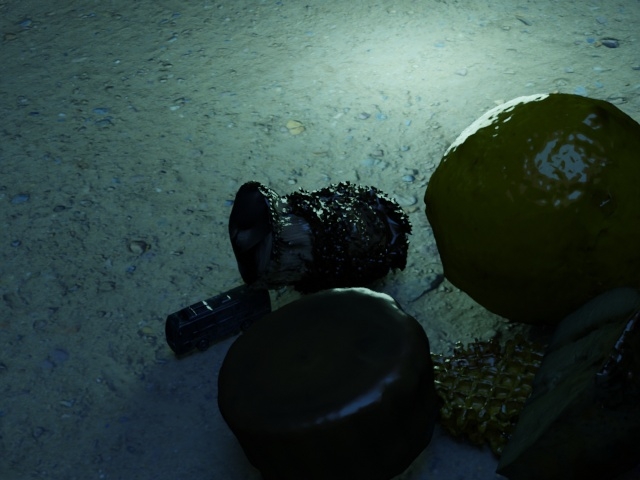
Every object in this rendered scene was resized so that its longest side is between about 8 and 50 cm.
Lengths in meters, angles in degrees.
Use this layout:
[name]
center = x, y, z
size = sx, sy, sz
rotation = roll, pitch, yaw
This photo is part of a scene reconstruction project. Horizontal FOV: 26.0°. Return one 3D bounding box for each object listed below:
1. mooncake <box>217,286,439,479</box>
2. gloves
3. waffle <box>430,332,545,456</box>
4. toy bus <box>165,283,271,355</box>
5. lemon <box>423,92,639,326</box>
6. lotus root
[mooncake]
center = 0.015, 0.203, 1.849
size = 0.291, 0.161, 0.290
rotation = -13, 36, 10
[gloves]
center = 0.002, -0.007, 2.158
size = 0.312, 0.135, 0.210
rotation = 6, 39, -30
[waffle]
center = 0.234, 0.201, 1.925
size = 0.193, 0.070, 0.197
rotation = -30, 44, -28
[toy bus]
center = -0.154, 0.115, 2.090
size = 0.166, 0.065, 0.047
rotation = -23, 41, -24
[lemon]
center = 0.327, -0.047, 2.027
size = 0.387, 0.349, 0.350
rotation = 11, 39, 38
[lotus root]
center = 0.376, 0.180, 1.748
size = 0.149, 0.260, 0.267
rotation = 34, 53, -5
